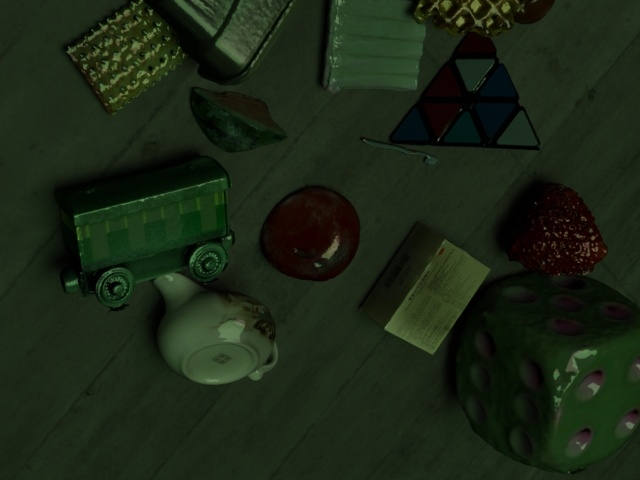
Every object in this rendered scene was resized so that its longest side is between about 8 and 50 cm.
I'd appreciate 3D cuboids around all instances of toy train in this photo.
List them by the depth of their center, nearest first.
[{"bbox_3d":[-0.276,-0.014,1.724,0.300,0.120,0.202,-17,120,-27],"label":"toy train"}]

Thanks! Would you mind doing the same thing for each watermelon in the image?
[{"bbox_3d":[-0.148,-0.194,1.761,0.155,0.080,0.101,18,139,-42],"label":"watermelon"}]

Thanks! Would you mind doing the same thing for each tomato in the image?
[{"bbox_3d":[0.000,0.000,1.934,0.189,0.099,0.173,21,104,-39],"label":"tomato"}]

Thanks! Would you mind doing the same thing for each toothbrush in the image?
[{"bbox_3d":[0.147,-0.165,2.001,0.193,0.013,0.019,12,116,-39],"label":"toothbrush"}]

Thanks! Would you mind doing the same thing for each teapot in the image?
[{"bbox_3d":[-0.174,0.163,1.886,0.204,0.139,0.298,-31,138,18],"label":"teapot"},{"bbox_3d":[0.365,-0.432,1.947,0.173,0.116,0.116,-46,132,-2],"label":"teapot"}]

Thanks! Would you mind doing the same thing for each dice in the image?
[{"bbox_3d":[0.487,0.268,2.280,0.330,0.318,0.322,-14,121,-29],"label":"dice"}]

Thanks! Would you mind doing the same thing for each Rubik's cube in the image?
[{"bbox_3d":[0.255,-0.285,1.983,0.249,0.284,0.234,2,96,0],"label":"Rubik's cube"}]

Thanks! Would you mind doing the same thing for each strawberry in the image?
[{"bbox_3d":[0.484,-0.010,2.210,0.187,0.201,0.184,-40,152,-34],"label":"strawberry"}]

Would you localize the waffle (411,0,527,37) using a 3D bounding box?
[{"bbox_3d":[0.248,-0.464,1.833,0.237,0.059,0.244,-5,101,-12],"label":"waffle"}]

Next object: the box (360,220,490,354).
[{"bbox_3d":[0.205,0.095,2.135,0.168,0.095,0.212,30,95,-43],"label":"box"}]

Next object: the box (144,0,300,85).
[{"bbox_3d":[-0.134,-0.384,1.599,0.178,0.138,0.274,36,84,-36],"label":"box"}]

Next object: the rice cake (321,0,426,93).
[{"bbox_3d":[0.091,-0.336,1.849,0.198,0.037,0.189,-10,120,-30],"label":"rice cake"}]

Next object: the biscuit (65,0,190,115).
[{"bbox_3d":[-0.259,-0.305,1.636,0.231,0.016,0.139,-40,131,-11],"label":"biscuit"}]
